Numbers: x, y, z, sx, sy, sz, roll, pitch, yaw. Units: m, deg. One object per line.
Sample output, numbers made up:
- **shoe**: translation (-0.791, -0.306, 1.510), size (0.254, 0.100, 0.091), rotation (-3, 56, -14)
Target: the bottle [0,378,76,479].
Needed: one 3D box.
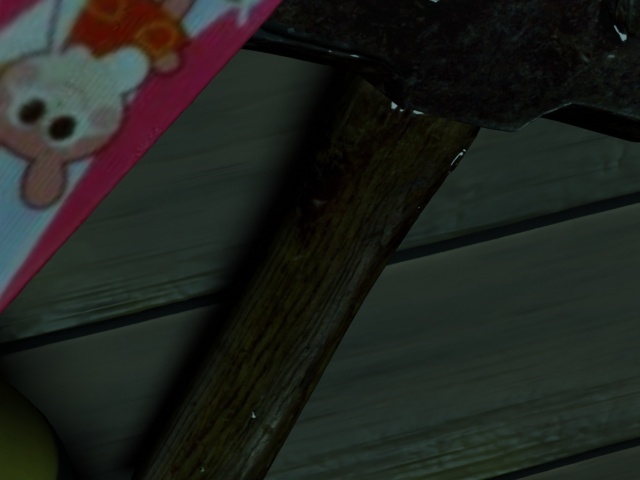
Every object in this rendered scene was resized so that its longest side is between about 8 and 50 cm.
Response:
- **bottle**: translation (-0.162, 0.203, 0.877), size (0.171, 0.171, 0.351), rotation (-22, 133, -3)

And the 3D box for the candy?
- **candy**: translation (-0.104, -0.101, 0.647), size (0.100, 0.157, 0.306), rotation (30, 113, -38)

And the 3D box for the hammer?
- **hammer**: translation (0.000, 0.000, 0.839), size (0.242, 0.095, 0.409), rotation (10, 130, -28)
